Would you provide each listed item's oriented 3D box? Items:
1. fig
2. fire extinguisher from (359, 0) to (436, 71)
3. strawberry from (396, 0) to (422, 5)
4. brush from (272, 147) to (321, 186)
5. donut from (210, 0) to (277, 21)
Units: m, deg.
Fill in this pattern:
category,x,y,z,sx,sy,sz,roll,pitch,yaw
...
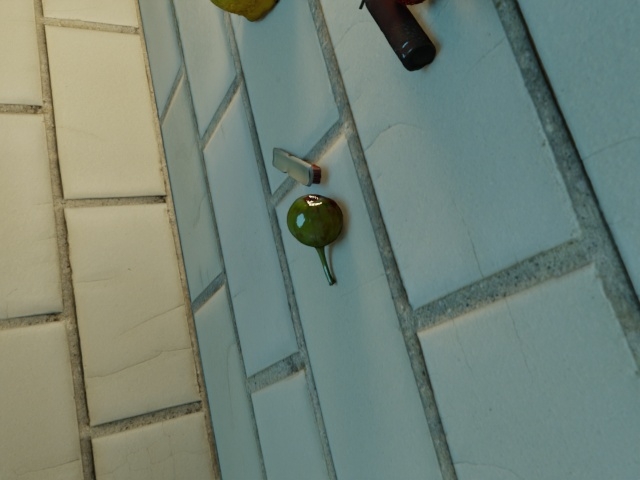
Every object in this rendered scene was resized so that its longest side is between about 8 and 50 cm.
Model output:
category,x,y,z,sx,sy,sz,roll,pitch,yaw
fig,0.000,0.000,1.442,0.149,0.149,0.245,25,134,56
fire extinguisher,0.146,-0.461,1.156,0.089,0.072,0.267,-51,51,40
strawberry,0.175,-0.506,1.083,0.106,0.106,0.106,11,102,58
brush,-0.073,-0.215,1.582,0.321,0.050,0.060,-143,52,-60
donut,-0.234,-0.904,1.651,0.378,0.164,0.435,10,102,57
